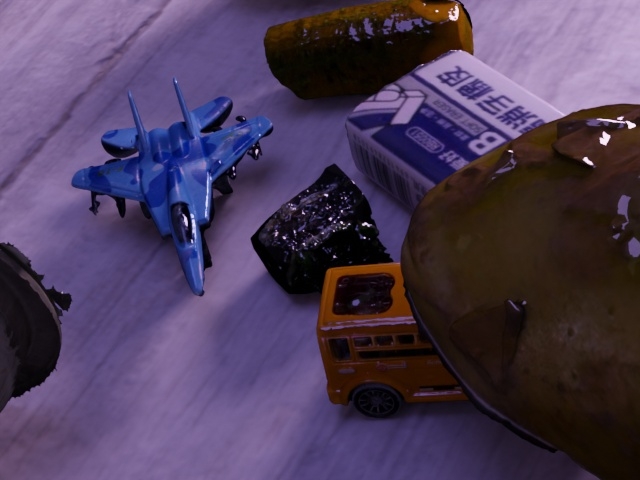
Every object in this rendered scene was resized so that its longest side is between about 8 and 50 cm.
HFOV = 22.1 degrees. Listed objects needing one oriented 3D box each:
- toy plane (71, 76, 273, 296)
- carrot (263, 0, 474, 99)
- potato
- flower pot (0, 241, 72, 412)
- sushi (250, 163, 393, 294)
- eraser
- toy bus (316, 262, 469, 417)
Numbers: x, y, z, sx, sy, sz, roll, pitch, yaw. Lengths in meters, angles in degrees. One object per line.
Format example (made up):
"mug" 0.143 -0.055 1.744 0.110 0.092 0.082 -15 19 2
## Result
"toy plane" -0.108 -0.032 1.281 0.169 0.078 0.246 -17 46 -1
"carrot" 0.042 -0.160 1.376 0.173 0.082 0.082 -9 40 19
"potato" 0.208 0.009 0.959 0.299 0.196 0.246 34 50 15
"flower pot" -0.331 0.125 1.048 0.290 0.290 0.259 0 55 18
"sushi" 0.000 0.000 1.220 0.083 0.056 0.085 -26 40 -12
"eraser" 0.127 -0.058 1.235 0.124 0.068 0.210 -30 42 -19
"toy bus" 0.098 0.059 1.093 0.194 0.088 0.083 -5 42 13
